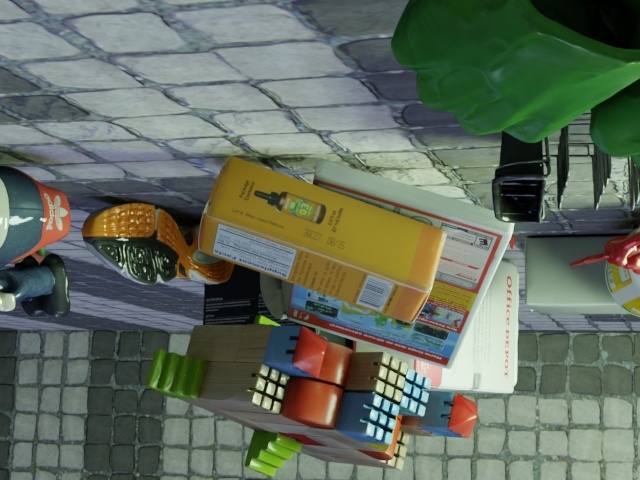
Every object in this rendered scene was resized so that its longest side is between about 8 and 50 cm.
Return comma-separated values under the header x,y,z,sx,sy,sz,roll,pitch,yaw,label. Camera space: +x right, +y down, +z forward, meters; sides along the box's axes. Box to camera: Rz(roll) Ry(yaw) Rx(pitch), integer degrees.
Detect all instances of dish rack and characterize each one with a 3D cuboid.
x,y,z,sx,sy,sz,roll,pitch,yaw,label
0.278,-0.066,0.992,0.271,0.074,0.208,-1,173,9,dish rack

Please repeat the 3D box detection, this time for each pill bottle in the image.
x,y,z,sx,sy,sz,roll,pitch,yaw,label
0.418,0.029,1.444,0.117,0.118,0.208,1,171,2,pill bottle

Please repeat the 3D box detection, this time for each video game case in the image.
x,y,z,sx,sy,sz,roll,pitch,yaw,label
0.075,0.035,1.297,0.204,0.025,0.285,17,145,3,video game case

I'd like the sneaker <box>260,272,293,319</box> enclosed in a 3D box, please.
x,y,z,sx,sy,sz,roll,pitch,yaw,label
0.078,0.020,1.504,0.182,0.128,0.315,-6,174,-36,sneaker

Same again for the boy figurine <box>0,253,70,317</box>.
x,y,z,sx,sy,sz,roll,pitch,yaw,label
-0.428,0.076,1.402,0.177,0.092,0.285,-2,-171,40,boy figurine

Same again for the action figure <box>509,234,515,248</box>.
x,y,z,sx,sy,sz,roll,pitch,yaw,label
0.213,-0.003,1.576,0.038,0.030,0.115,1,171,41,action figure

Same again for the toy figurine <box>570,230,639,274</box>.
x,y,z,sx,sy,sz,roll,pitch,yaw,label
0.379,0.058,0.954,0.191,0.217,0.362,-33,165,29,toy figurine

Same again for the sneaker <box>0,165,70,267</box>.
x,y,z,sx,sy,sz,roll,pitch,yaw,label
-0.411,-0.013,1.314,0.350,0.131,0.148,0,180,39,sneaker

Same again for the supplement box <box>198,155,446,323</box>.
x,y,z,sx,sy,sz,roll,pitch,yaw,label
0.000,0.000,1.195,0.233,0.078,0.080,21,147,-1,supplement box

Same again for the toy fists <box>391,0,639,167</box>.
x,y,z,sx,sy,sz,roll,pitch,yaw,label
0.177,-0.105,0.703,0.279,0.096,0.142,7,160,-24,toy fists

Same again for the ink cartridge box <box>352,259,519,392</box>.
x,y,z,sx,sy,sz,roll,pitch,yaw,label
0.176,0.120,1.785,0.117,0.207,0.283,-3,170,37,ink cartridge box

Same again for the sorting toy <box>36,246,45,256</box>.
x,y,z,sx,sy,sz,roll,pitch,yaw,label
-0.345,-0.024,1.433,0.042,0.061,0.102,4,148,-15,sorting toy

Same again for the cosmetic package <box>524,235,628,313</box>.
x,y,z,sx,sy,sz,roll,pitch,yaw,label
0.402,0.048,1.638,0.237,0.107,0.127,2,172,17,cosmetic package

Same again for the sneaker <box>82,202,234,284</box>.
x,y,z,sx,sy,sz,roll,pitch,yaw,label
-0.225,0.011,1.539,0.121,0.099,0.262,1,171,33,sneaker

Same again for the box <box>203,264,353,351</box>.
x,y,z,sx,sy,sz,roll,pitch,yaw,label
-0.060,0.103,1.806,0.103,0.184,0.261,7,170,-43,box

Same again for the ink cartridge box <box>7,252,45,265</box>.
x,y,z,sx,sy,sz,roll,pitch,yaw,label
-0.459,-0.010,1.526,0.115,0.067,0.198,-5,171,34,ink cartridge box

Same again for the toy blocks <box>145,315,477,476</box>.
x,y,z,sx,sy,sz,roll,pitch,yaw,label
0.016,0.198,1.499,0.260,0.191,0.381,-4,154,44,toy blocks
